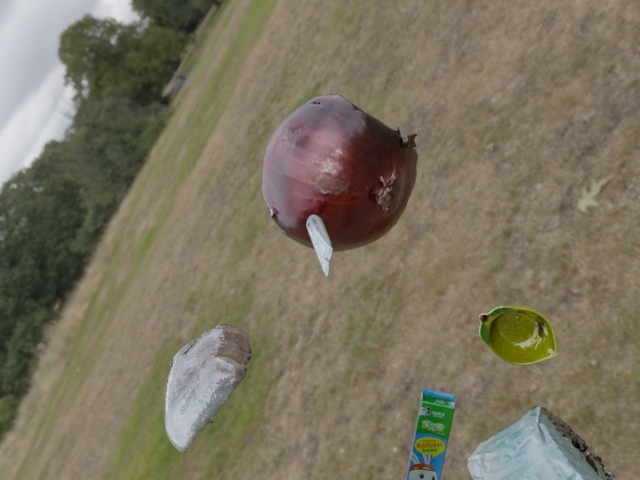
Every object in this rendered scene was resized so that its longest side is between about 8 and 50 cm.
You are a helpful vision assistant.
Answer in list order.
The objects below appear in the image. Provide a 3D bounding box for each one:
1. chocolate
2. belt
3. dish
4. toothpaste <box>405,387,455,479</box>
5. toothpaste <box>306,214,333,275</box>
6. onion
[{"bbox_3d":[-0.206,0.235,1.294,0.185,0.100,0.303,-50,12,4],"label":"chocolate"},{"bbox_3d":[0.324,0.344,1.031,0.150,0.207,0.257,-44,-25,11],"label":"belt"},{"bbox_3d":[0.463,0.208,1.753,0.149,0.207,0.080,-58,5,22],"label":"dish"},{"bbox_3d":[0.196,0.404,1.382,0.050,0.065,0.267,-58,-23,-66],"label":"toothpaste"},{"bbox_3d":[0.000,0.000,1.307,0.218,0.033,0.052,-110,30,-69],"label":"toothpaste"},{"bbox_3d":[0.026,-0.130,1.541,0.341,0.341,0.341,-52,18,24],"label":"onion"}]
